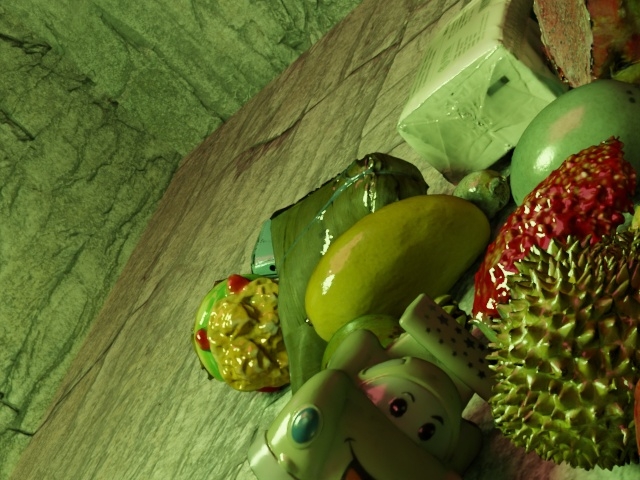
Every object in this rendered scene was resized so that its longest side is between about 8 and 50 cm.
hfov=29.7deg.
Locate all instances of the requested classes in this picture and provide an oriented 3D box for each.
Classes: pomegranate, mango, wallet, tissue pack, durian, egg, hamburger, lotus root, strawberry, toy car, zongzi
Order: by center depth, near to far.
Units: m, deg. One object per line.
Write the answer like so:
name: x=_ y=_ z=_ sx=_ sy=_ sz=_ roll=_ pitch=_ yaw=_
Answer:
durian: x=0.309 y=0.113 z=1.266 sx=0.258 sy=0.258 sz=0.293 roll=-29 pitch=9 yaw=48
toy car: x=0.090 y=0.229 z=1.451 sx=0.226 sy=0.242 sz=0.336 roll=-49 pitch=-3 yaw=17
strawberry: x=0.278 y=0.000 z=1.538 sx=0.233 sy=0.137 sz=0.306 roll=-15 pitch=59 yaw=65
egg: x=0.368 y=-0.122 z=1.695 sx=0.236 sy=0.169 sz=0.169 roll=-41 pitch=20 yaw=23
pomegranate: x=0.101 y=0.182 z=1.751 sx=0.241 sy=0.159 sz=0.190 roll=-29 pitch=29 yaw=43
mango: x=0.115 y=0.037 z=1.891 sx=0.331 sy=0.195 sz=0.142 roll=-42 pitch=38 yaw=-6
lotus root: x=0.256 y=-0.065 z=1.996 sx=0.088 sy=0.088 sz=0.165 roll=-62 pitch=7 yaw=-34
zongzi: x=0.050 y=0.068 z=2.027 sx=0.356 sy=0.174 sz=0.393 roll=-36 pitch=46 yaw=50
tissue pack: x=0.304 y=-0.297 z=2.151 sx=0.266 sy=0.194 sz=0.356 roll=-37 pitch=17 yaw=34
hamburger: x=-0.119 y=0.171 z=2.205 sx=0.237 sy=0.237 sz=0.149 roll=-54 pitch=22 yaw=-14
wallet: x=0.000 y=0.000 z=2.324 sx=0.250 sy=0.075 sz=0.176 roll=-10 pitch=28 yaw=14

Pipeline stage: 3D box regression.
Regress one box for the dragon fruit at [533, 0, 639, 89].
dragon fruit: x=0.490 y=-0.378 z=1.839 sx=0.262 sy=0.296 sz=0.314 roll=-15 pitch=15 yaw=-4

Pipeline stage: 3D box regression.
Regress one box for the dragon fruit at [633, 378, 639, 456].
dragon fruit: x=0.383 y=0.155 z=1.007 sx=0.244 sy=0.244 sz=0.299 roll=-48 pitch=0 yaw=6

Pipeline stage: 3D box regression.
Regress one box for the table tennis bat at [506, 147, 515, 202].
table tennis bat: x=0.338 y=-0.117 z=2.017 sx=0.095 sy=0.014 sz=0.158 roll=-44 pitch=20 yaw=23
